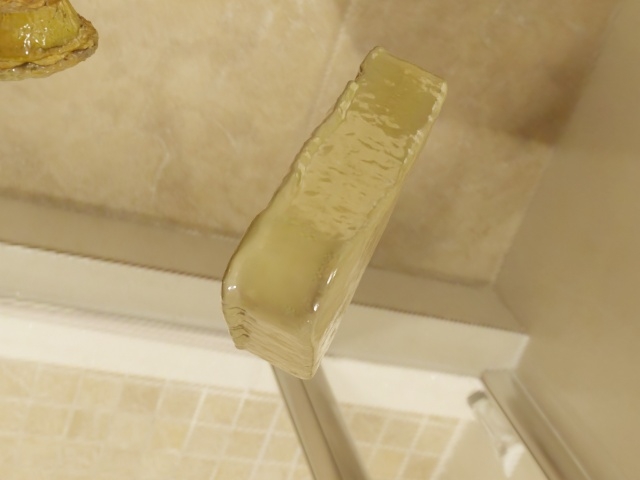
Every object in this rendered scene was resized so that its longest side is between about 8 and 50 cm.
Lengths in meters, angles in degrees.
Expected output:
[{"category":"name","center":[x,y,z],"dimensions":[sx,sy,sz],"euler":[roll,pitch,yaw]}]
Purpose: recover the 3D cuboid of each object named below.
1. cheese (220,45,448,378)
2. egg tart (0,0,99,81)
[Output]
[{"category":"cheese","center":[0.001,-0.001,1.034],"dimensions":[0.104,0.384,0.384],"euler":[26,111,6]},{"category":"egg tart","center":[-0.510,-0.356,1.722],"dimensions":[0.288,0.288,0.118],"euler":[-6,125,-14]}]
